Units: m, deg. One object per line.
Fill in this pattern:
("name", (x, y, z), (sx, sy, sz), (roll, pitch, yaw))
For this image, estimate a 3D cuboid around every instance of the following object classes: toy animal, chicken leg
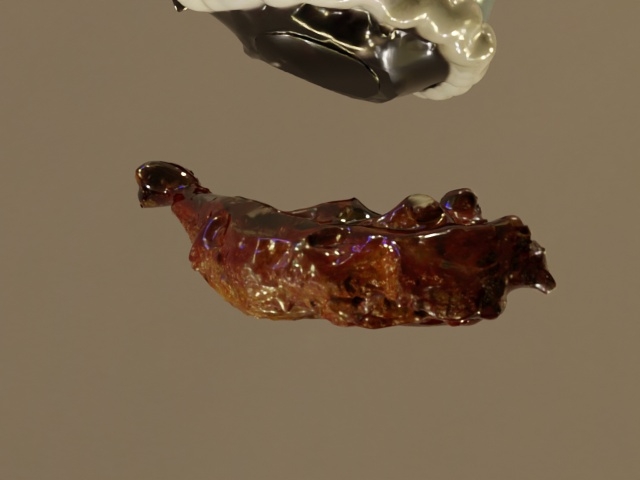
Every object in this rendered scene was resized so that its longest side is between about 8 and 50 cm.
("toy animal", (0.027, -0.189, 0.956), (0.208, 0.156, 0.204), (19, -111, -27))
("chicken leg", (-0.001, 0.004, 0.694), (0.089, 0.219, 0.048), (-49, -44, -48))
